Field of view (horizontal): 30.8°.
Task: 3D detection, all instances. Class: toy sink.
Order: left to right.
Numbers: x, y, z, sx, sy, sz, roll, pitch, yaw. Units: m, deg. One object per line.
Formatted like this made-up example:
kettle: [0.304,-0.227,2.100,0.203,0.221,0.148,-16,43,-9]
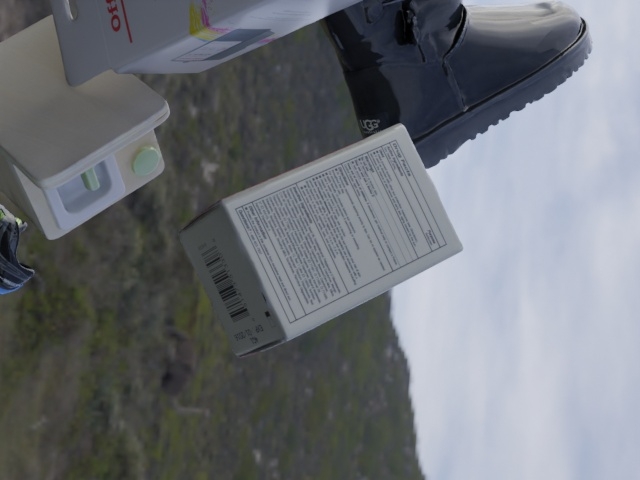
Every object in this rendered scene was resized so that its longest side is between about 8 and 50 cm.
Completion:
toy sink: [-0.262,-0.105,1.199,0.234,0.152,0.131,37,-27,36]

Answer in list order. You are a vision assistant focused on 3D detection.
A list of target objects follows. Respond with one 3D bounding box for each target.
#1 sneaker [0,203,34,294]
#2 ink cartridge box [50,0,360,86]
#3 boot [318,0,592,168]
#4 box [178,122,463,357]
sneaker: [-0.419,-0.025,1.482,0.067,0.078,0.188,-146,-143,-68]
ink cartridge box: [-0.109,-0.280,1.073,0.353,0.119,0.207,-14,-93,42]
boot: [0.121,-0.348,1.304,0.146,0.367,0.445,3,-56,51]
box: [0.000,0.000,1.175,0.127,0.232,0.149,-28,-93,59]
